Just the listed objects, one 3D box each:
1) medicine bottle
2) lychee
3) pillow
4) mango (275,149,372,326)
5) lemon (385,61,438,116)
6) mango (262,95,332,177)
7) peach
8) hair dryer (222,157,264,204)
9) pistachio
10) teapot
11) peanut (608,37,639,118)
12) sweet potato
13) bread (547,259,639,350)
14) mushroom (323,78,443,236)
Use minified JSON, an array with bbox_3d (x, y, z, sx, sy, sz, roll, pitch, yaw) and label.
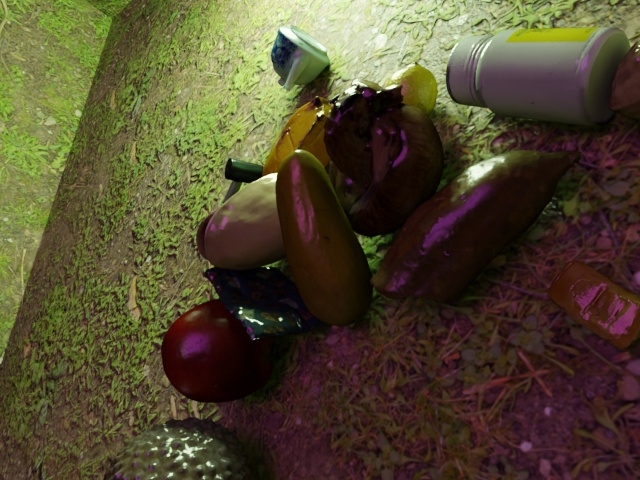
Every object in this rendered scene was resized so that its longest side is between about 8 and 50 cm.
[{"bbox_3d":[0.345,-0.272,0.816,0.258,0.143,0.143,24,87,48],"label":"medicine bottle"},{"bbox_3d":[-0.255,0.483,0.916,0.300,0.300,0.300,-22,55,35],"label":"lychee"},{"bbox_3d":[-0.115,0.119,1.030,0.255,0.189,0.034,40,124,46],"label":"pillow"},{"bbox_3d":[0.000,0.003,0.933,0.195,0.142,0.331,144,108,-80],"label":"mango"},{"bbox_3d":[0.184,-0.298,1.011,0.109,0.109,0.133,2,85,44],"label":"lemon"},{"bbox_3d":[-0.047,-0.213,1.173,0.252,0.126,0.154,-47,36,18],"label":"mango"},{"bbox_3d":[-0.212,0.218,1.036,0.243,0.244,0.199,-127,30,-45],"label":"peach"},{"bbox_3d":[-0.233,-0.136,1.360,0.197,0.100,0.057,-54,38,36],"label":"hair dryer"},{"bbox_3d":[-0.121,-0.043,1.076,0.299,0.187,0.187,-25,40,-19],"label":"pistachio"},{"bbox_3d":[-0.070,-0.479,1.329,0.159,0.159,0.232,-41,27,21],"label":"teapot"},{"bbox_3d":[0.525,-0.273,0.653,0.298,0.136,0.120,-40,86,23],"label":"peanut"},{"bbox_3d":[0.235,-0.027,0.792,0.369,0.158,0.158,-50,44,16],"label":"sweet potato"},{"bbox_3d":[0.374,0.086,0.666,0.074,0.053,0.132,-51,41,11],"label":"bread"},{"bbox_3d":[0.112,-0.152,0.901,0.195,0.283,0.263,-22,41,-7],"label":"mushroom"}]
